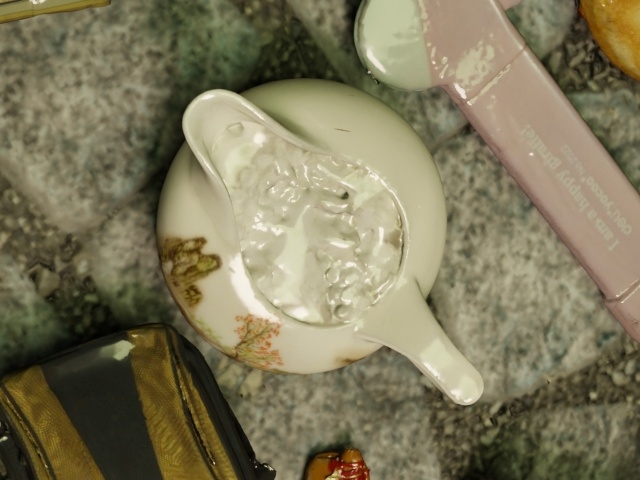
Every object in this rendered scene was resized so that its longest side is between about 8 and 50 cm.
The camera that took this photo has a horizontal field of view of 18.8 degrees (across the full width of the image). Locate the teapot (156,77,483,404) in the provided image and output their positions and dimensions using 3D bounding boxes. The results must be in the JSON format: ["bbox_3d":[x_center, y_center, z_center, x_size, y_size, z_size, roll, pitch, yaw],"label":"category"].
[{"bbox_3d":[0.000,0.000,1.317,0.298,0.139,0.204,41,84,-23],"label":"teapot"}]

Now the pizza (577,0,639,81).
[{"bbox_3d":[0.236,-0.203,1.379,0.127,0.058,0.246,-29,130,3],"label":"pizza"}]

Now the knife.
[{"bbox_3d":[0.171,-0.058,1.420,0.132,0.038,0.398,-43,114,-4],"label":"knife"}]

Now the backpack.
[{"bbox_3d":[-0.121,0.202,1.298,0.206,0.133,0.258,-21,73,-18],"label":"backpack"}]

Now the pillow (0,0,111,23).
[{"bbox_3d":[-0.203,-0.241,1.240,0.113,0.038,0.203,-14,106,-16],"label":"pillow"}]

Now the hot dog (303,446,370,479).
[{"bbox_3d":[0.012,0.221,1.426,0.062,0.038,0.144,2,101,-20],"label":"hot dog"}]
